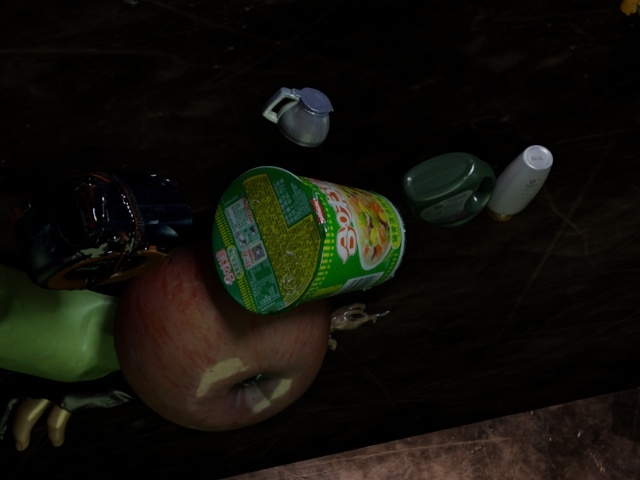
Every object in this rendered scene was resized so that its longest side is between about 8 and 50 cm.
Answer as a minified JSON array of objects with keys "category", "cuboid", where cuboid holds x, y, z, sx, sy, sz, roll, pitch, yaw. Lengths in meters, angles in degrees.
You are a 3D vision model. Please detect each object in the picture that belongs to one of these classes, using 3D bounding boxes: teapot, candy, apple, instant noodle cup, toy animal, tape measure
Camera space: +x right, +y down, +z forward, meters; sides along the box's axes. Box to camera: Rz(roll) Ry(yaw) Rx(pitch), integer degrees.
[{"category":"teapot","cuboid":[-0.025,-0.159,1.779,0.088,0.066,0.057,18,129,-16]},{"category":"candy","cuboid":[-0.410,0.128,2.157,0.132,0.142,0.343,-32,156,21]},{"category":"apple","cuboid":[-0.140,0.145,2.188,0.345,0.269,0.345,-12,158,-5]},{"category":"instant noodle cup","cuboid":[0.000,0.000,2.030,0.207,0.207,0.232,-30,161,36]},{"category":"toy animal","cuboid":[0.021,0.155,2.613,0.220,0.069,0.086,-12,150,-10]},{"category":"tape measure","cuboid":[-0.290,-0.015,1.872,0.223,0.135,0.202,-26,167,36]}]

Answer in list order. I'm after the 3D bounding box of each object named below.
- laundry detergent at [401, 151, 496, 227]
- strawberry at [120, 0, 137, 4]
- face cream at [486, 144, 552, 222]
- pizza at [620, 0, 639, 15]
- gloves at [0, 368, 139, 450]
[{"category":"laundry detergent","cuboid":[0.202,-0.067,2.154,0.137,0.063,0.211,-25,158,10]},{"category":"strawberry","cuboid":[-0.184,-0.282,1.361,0.104,0.048,0.152,-11,147,11]},{"category":"face cream","cuboid":[0.300,-0.085,2.183,0.072,0.051,0.182,-7,157,-15]},{"category":"pizza","cuboid":[0.487,-0.302,1.731,0.193,0.053,0.201,8,150,-45]},{"category":"gloves","cuboid":[-0.453,0.243,2.416,0.301,0.197,0.152,-32,123,3]}]
